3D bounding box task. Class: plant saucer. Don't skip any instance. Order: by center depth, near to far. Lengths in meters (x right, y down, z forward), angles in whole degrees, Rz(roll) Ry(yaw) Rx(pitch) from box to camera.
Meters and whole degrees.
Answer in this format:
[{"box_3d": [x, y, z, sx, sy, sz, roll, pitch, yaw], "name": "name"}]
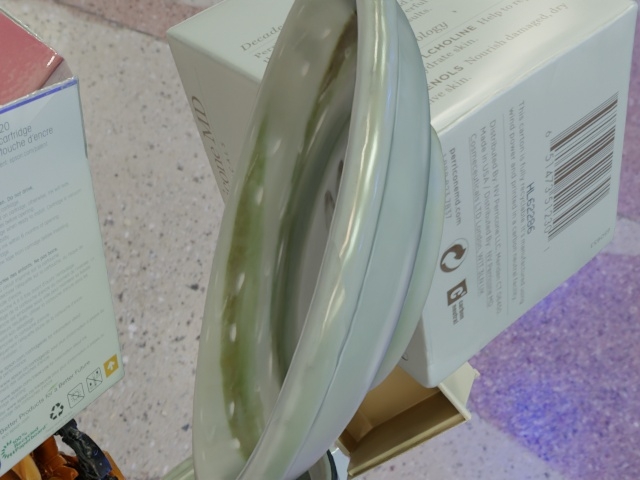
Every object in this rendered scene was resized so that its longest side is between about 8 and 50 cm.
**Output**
[{"box_3d": [0.000, 0.000, 0.582, 0.100, 0.400, 0.400, 14, 56, -15], "name": "plant saucer"}]

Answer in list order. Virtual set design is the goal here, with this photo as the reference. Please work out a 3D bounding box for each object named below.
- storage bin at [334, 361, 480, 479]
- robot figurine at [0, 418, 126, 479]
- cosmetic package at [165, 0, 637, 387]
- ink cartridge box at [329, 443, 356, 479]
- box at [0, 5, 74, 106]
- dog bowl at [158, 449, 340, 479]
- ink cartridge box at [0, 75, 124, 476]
[{"box_3d": [0.052, 0.187, 1.192, 0.262, 0.260, 0.123, 50, 31, -5], "name": "storage bin"}, {"box_3d": [-0.307, 0.200, 0.791, 0.291, 0.211, 0.085, 51, 27, -4], "name": "robot figurine"}, {"box_3d": [0.093, -0.118, 0.935, 0.327, 0.329, 0.393, -35, 45, -21], "name": "cosmetic package"}, {"box_3d": [0.021, 0.366, 1.456, 0.212, 0.154, 0.093, -39, 116, -16], "name": "ink cartridge box"}, {"box_3d": [-0.324, -0.089, 0.653, 0.127, 0.148, 0.232, 36, 86, -14], "name": "box"}, {"box_3d": [-0.120, 0.442, 1.059, 0.150, 0.408, 0.408, 56, 50, -20], "name": "dog bowl"}, {"box_3d": [-0.194, 0.041, 0.407, 0.045, 0.208, 0.206, 19, 36, 26], "name": "ink cartridge box"}]
